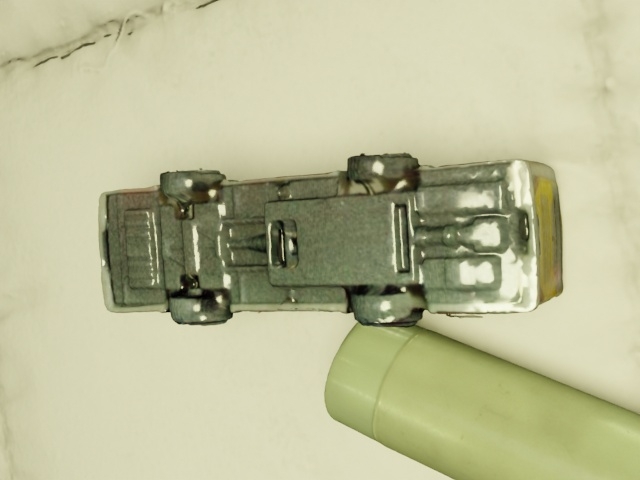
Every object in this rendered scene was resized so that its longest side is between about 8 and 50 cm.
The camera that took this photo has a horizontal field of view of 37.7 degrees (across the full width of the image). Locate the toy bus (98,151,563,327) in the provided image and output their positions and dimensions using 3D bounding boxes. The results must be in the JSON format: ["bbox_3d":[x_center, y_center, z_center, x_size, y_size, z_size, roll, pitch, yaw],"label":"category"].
[{"bbox_3d":[0.000,0.000,0.537,0.268,0.106,0.092,-3,91,29],"label":"toy bus"}]

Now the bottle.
[{"bbox_3d":[0.103,0.103,0.498,0.201,0.072,0.072,21,103,29],"label":"bottle"}]
